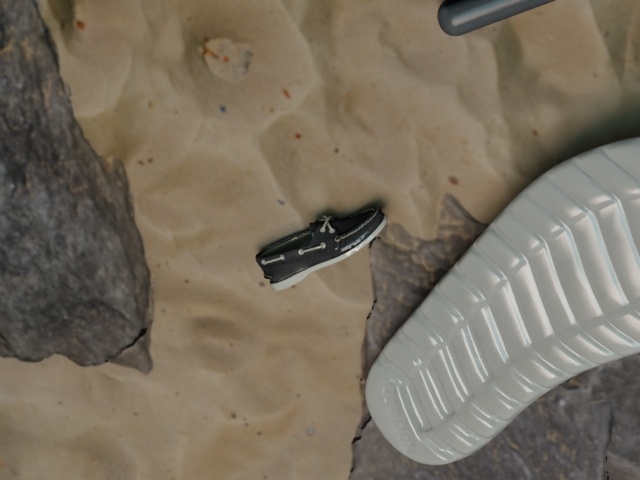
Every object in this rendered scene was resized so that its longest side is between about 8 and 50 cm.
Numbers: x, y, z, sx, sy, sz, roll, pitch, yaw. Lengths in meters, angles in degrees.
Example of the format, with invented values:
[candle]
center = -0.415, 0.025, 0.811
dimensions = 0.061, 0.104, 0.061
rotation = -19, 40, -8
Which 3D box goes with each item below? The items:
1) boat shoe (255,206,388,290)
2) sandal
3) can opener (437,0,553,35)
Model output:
[boat shoe]
center = 0.000, 0.000, 1.356
dimensions = 0.125, 0.046, 0.038
rotation = -28, 108, 24
[sandal]
center = 0.199, 0.040, 1.322
dimensions = 0.416, 0.102, 0.169
rotation = -36, 86, 30
[can opener]
center = 0.218, -0.234, 1.219
dimensions = 0.283, 0.095, 0.076
rotation = -19, 105, 13
